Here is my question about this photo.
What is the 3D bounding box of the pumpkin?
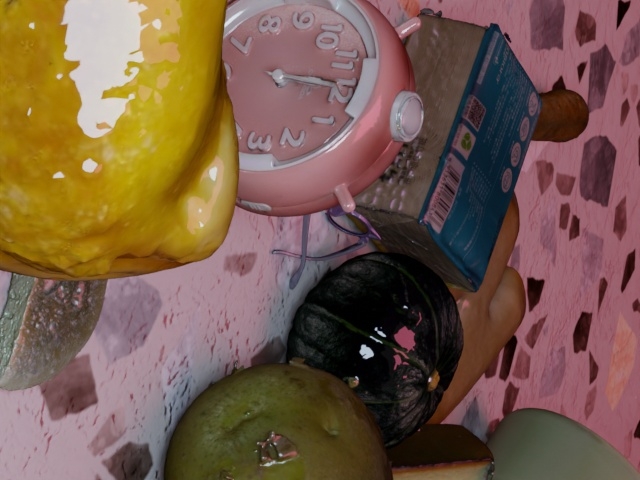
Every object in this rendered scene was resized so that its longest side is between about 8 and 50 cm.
[{"bbox_3d":[0.062,0.120,1.653,0.220,0.162,0.220,-39,144,-36],"label":"pumpkin"}]

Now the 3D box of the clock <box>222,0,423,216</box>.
[{"bbox_3d":[-0.016,-0.125,1.402,0.142,0.241,0.227,46,59,-56],"label":"clock"}]

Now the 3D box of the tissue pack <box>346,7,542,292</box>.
[{"bbox_3d":[0.144,-0.103,1.757,0.192,0.134,0.271,49,57,-52],"label":"tissue pack"}]

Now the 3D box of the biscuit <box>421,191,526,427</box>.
[{"bbox_3d":[0.186,0.080,1.948,0.291,0.062,0.237,-41,132,-44],"label":"biscuit"}]

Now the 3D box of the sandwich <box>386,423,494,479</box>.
[{"bbox_3d":[0.074,0.292,1.775,0.236,0.128,0.122,0,100,-14],"label":"sandwich"}]

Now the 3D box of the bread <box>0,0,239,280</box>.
[{"bbox_3d":[-0.210,-0.153,0.970,0.250,0.394,0.361,-11,111,-40],"label":"bread"}]

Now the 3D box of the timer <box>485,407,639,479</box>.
[{"bbox_3d":[0.259,0.427,2.002,0.315,0.291,0.291,-40,133,-25],"label":"timer"}]

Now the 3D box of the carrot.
[{"bbox_3d":[0.268,-0.163,2.006,0.298,0.078,0.078,-10,107,-54],"label":"carrot"}]

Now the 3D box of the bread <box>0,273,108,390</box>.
[{"bbox_3d":[-0.221,0.044,1.310,0.112,0.036,0.193,30,73,-58],"label":"bread"}]

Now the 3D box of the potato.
[{"bbox_3d":[-0.022,0.304,1.506,0.270,0.219,0.359,-72,151,-58],"label":"potato"}]

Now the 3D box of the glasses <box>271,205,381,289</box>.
[{"bbox_3d":[0.000,0.000,1.626,0.104,0.062,0.140,-63,143,-23],"label":"glasses"}]
